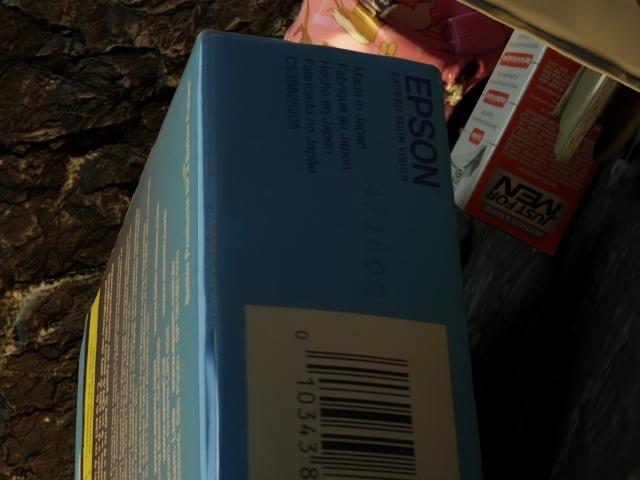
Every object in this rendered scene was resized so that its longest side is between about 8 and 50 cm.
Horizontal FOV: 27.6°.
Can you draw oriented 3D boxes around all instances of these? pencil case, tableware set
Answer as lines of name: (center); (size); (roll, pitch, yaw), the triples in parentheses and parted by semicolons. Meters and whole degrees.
pencil case: (0.015, -0.083, 1.063); (0.386, 0.160, 0.167); (-58, 2, 44)
tableware set: (0.154, -0.108, 0.498); (0.194, 0.039, 0.128); (-60, -1, 17)

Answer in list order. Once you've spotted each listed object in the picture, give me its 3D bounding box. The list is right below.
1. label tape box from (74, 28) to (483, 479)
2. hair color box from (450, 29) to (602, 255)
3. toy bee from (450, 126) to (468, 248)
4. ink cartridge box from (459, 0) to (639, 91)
label tape box: (-0.044, 0.106, 0.614); (0.347, 0.115, 0.249); (121, 150, -58)
hair color box: (0.120, -0.083, 0.630); (0.167, 0.053, 0.093); (-62, 7, 7)
toy bee: (0.000, 0.000, 0.830); (0.298, 0.162, 0.195); (-90, 25, -78)
ink cartridge box: (0.125, -0.148, 0.355); (0.208, 0.153, 0.087); (-60, 6, 29)
